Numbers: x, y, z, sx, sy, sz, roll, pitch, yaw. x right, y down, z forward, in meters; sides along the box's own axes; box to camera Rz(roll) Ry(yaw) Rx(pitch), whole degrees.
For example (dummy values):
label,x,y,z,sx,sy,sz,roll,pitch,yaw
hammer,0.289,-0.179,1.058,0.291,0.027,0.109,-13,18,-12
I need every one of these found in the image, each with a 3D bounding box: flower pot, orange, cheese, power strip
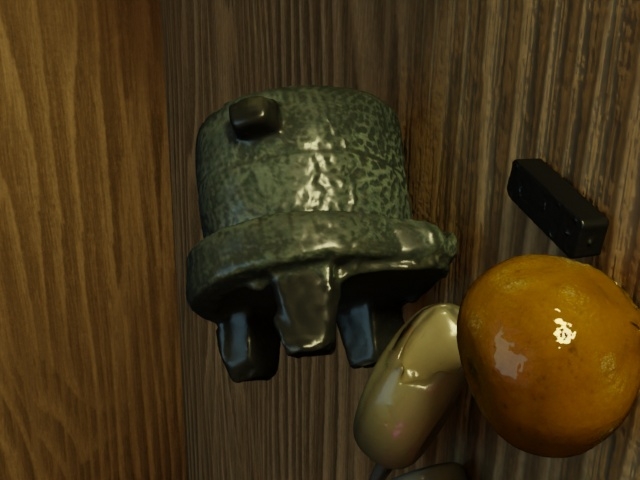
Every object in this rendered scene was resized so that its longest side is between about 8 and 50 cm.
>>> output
label,x,y,z,sx,sy,sz,roll,pitch,yaw
flower pot,0.000,0.000,0.884,0.299,0.299,0.283,130,139,-65
orange,0.176,0.085,0.620,0.154,0.134,0.155,-17,-90,-88
cheese,0.092,0.185,0.873,0.082,0.163,0.286,34,145,18
power strip,0.192,-0.028,0.665,0.111,0.029,0.038,-119,28,-52

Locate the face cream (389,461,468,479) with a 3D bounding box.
label,x,y,z,sx,sy,sz,roll,pitch,yaw
face cream,0.142,0.366,0.842,0.101,0.101,0.252,116,142,-57
